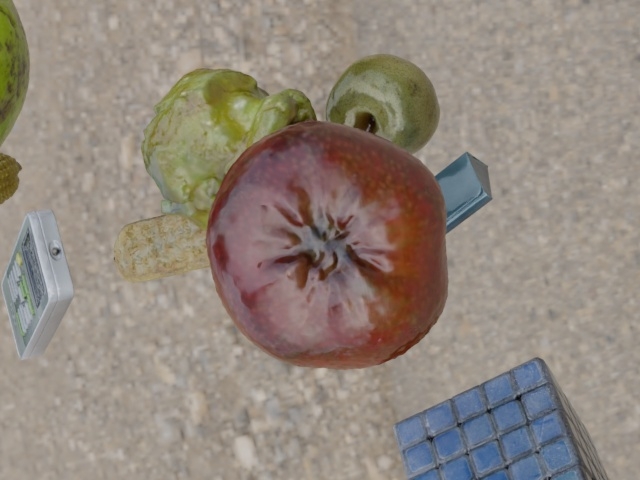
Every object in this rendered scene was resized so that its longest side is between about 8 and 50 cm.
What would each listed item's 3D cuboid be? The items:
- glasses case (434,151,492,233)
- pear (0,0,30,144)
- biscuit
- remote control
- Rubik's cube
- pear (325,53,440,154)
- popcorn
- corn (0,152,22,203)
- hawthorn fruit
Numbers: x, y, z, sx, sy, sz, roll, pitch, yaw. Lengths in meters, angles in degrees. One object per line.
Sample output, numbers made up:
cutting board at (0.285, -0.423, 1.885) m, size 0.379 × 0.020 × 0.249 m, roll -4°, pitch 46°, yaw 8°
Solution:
glasses case at (0.132, -0.023, 1.873) m, size 0.266 × 0.056 × 0.105 m, roll -39°, pitch 22°, yaw 23°
pear at (-0.606, -0.230, 1.800) m, size 0.391 × 0.391 × 0.391 m, roll 16°, pitch 111°, yaw 50°
biscuit at (-0.286, 0.009, 2.366) m, size 0.247 × 0.029 × 0.118 m, roll -13°, pitch 85°, yaw 27°
remote control at (-0.312, 0.053, 1.390) m, size 0.250 × 0.034 × 0.103 m, roll -43°, pitch 61°, yaw 62°
Rubik's cube at (0.265, 0.340, 1.717) m, size 0.237 × 0.238 × 0.237 m, roll -26°, pitch 47°, yaw 13°
pear at (0.094, -0.200, 1.901) m, size 0.167 × 0.136 × 0.167 m, roll 18°, pitch 139°, yaw 17°
popcorn at (-0.117, -0.127, 1.794) m, size 0.276 × 0.276 × 0.225 m, roll 1°, pitch 68°, yaw 53°
corn at (-0.624, -0.082, 2.227) m, size 0.097 × 0.262 × 0.097 m, roll 18°, pitch 124°, yaw 28°
hawthorn fruit at (0.000, 0.000, 1.388) m, size 0.300 × 0.275 × 0.275 m, roll -148°, pitch 55°, yaw -67°
